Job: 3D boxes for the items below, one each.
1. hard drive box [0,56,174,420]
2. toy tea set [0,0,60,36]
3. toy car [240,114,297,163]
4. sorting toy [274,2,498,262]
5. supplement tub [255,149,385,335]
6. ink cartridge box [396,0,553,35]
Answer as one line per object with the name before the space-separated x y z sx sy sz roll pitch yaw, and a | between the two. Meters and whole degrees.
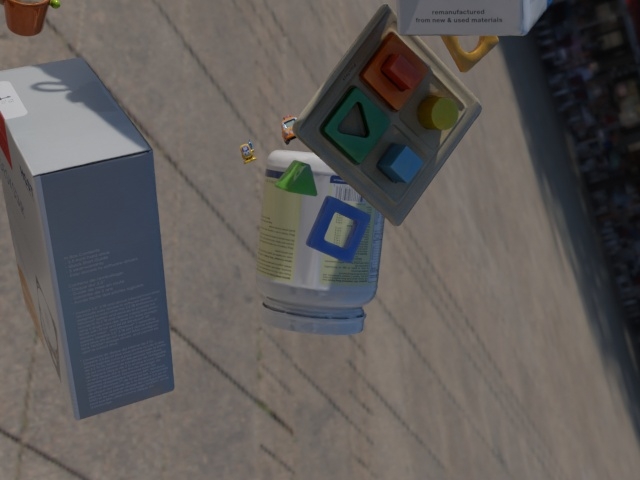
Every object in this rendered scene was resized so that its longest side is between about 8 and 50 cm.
hard drive box | -0.196 -0.005 0.830 0.181 0.089 0.232 48 -35 48
toy tea set | -0.698 -0.489 2.032 0.336 0.124 0.200 -23 57 -36
toy car | -0.078 -0.158 1.575 0.060 0.122 0.040 -30 98 -77
sorting toy | 0.087 -0.137 1.140 0.196 0.347 0.047 41 -10 -31
supplement tub | 0.000 0.000 1.920 0.235 0.235 0.324 -11 108 -71
ink cartridge box | 0.153 -0.369 0.964 0.223 0.129 0.307 -47 137 -57
